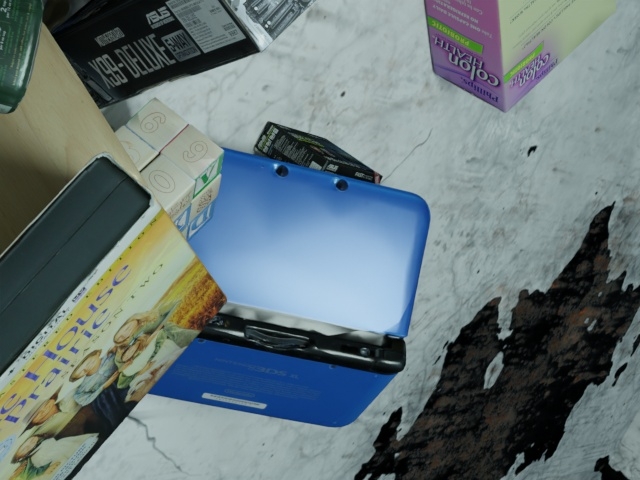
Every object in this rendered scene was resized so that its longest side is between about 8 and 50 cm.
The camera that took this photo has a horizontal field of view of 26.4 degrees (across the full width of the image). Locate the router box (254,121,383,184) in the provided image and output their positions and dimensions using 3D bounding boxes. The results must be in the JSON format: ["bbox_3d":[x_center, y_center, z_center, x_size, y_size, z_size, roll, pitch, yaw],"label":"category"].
[{"bbox_3d":[-0.001,-0.084,1.490,0.122,0.092,0.038,11,110,-58],"label":"router box"}]

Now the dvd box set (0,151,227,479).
[{"bbox_3d":[-0.217,0.108,1.114,0.307,0.062,0.420,-49,170,-8],"label":"dvd box set"}]

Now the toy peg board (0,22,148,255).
[{"bbox_3d":[-0.251,-0.063,1.073,0.161,0.079,0.161,-37,107,-17],"label":"toy peg board"}]

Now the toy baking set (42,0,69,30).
[{"bbox_3d":[-0.269,-0.167,1.104,0.197,0.030,0.256,-43,153,-31],"label":"toy baking set"}]

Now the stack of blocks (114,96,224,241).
[{"bbox_3d":[-0.215,0.008,1.209,0.297,0.087,0.171,-46,169,-27],"label":"stack of blocks"}]

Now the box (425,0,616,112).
[{"bbox_3d":[0.232,-0.314,1.571,0.213,0.117,0.243,-43,146,-20],"label":"box"}]

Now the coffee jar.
[{"bbox_3d":[-0.295,-0.154,0.957,0.184,0.079,0.096,13,92,-26],"label":"coffee jar"}]

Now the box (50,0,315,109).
[{"bbox_3d":[-0.065,-0.220,1.065,0.242,0.307,0.076,-47,110,-25],"label":"box"}]

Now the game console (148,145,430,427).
[{"bbox_3d":[-0.059,0.057,1.453,0.293,0.173,0.250,13,145,-16],"label":"game console"}]
